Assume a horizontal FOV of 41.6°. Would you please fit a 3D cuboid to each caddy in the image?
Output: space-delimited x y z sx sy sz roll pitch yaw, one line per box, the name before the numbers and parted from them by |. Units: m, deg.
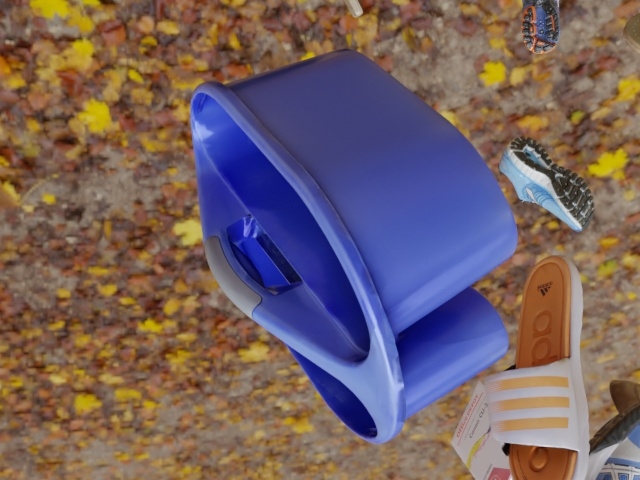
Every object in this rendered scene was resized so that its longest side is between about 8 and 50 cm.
caddy | 0.000 0.000 0.676 0.179 0.341 0.241 -23 134 -18

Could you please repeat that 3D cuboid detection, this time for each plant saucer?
plant saucer | 0.583 0.320 1.470 0.198 0.199 0.036 25 123 -40

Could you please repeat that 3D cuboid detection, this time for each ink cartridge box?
ink cartridge box | 0.257 0.285 1.222 0.067 0.198 0.115 17 104 -20

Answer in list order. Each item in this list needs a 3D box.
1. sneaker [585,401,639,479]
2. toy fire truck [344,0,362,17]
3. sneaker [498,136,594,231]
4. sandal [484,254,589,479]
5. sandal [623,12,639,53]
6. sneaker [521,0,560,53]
sneaker | 0.323 0.265 0.934 0.211 0.081 0.080 -49 164 -6
toy fire truck | 0.044 -0.536 1.519 0.158 0.247 0.217 19 -173 9
sneaker | 0.320 -0.075 1.202 0.063 0.162 0.073 -40 174 -31
sandal | 0.203 0.130 0.836 0.076 0.265 0.102 21 150 -24
sandal | 0.367 -0.164 0.770 0.240 0.088 0.079 -14 145 -20
sneaker | 0.394 -0.450 1.518 0.083 0.087 0.221 4 105 16
